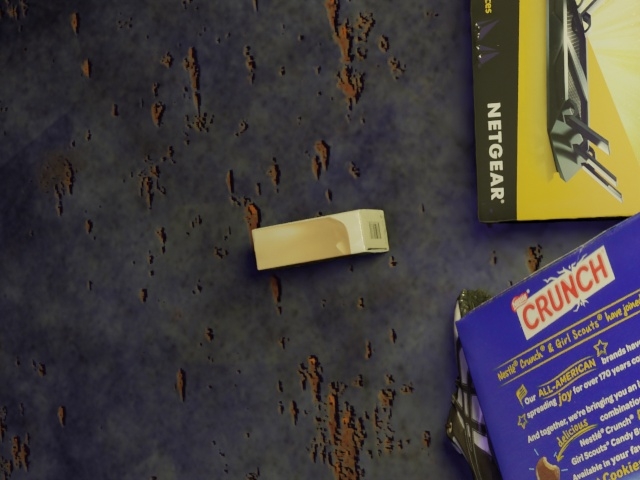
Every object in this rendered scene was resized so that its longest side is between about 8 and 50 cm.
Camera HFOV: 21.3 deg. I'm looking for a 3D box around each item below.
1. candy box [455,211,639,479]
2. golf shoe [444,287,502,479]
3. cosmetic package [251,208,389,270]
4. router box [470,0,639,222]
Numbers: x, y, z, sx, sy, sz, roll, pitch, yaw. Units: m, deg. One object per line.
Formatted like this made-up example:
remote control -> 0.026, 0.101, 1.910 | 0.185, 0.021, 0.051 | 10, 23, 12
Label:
candy box -> 0.274, 0.157, 1.373 | 0.268, 0.122, 0.317 | -34, 64, 43
golf shoe -> 0.141, 0.143, 1.531 | 0.094, 0.077, 0.198 | -31, 63, 40
cosmetic package -> 0.000, 0.000, 1.608 | 0.115, 0.060, 0.041 | -11, 86, 27
router box -> 0.256, -0.171, 1.472 | 0.243, 0.081, 0.309 | -3, 89, 25
